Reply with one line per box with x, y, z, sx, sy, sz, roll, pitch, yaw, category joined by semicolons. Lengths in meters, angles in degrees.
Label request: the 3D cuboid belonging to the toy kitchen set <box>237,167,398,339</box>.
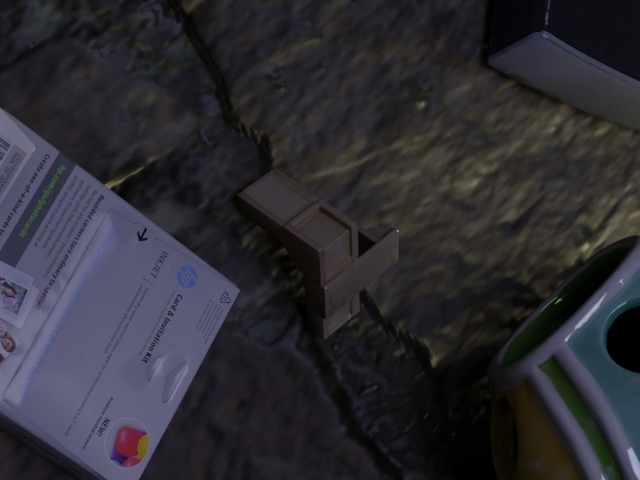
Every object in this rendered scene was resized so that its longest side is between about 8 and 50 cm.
0.000;0.000;1.060;0.068;0.075;0.083;-37;145;-28;toy kitchen set

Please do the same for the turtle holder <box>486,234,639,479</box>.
0.207;0.145;1.091;0.320;0.243;0.227;-42;94;11;turtle holder

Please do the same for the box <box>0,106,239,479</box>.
-0.152;0.037;0.948;0.186;0.038;0.145;37;66;-24;box

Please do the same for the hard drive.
0.240;-0.170;1.227;0.254;0.054;0.172;16;76;-32;hard drive
